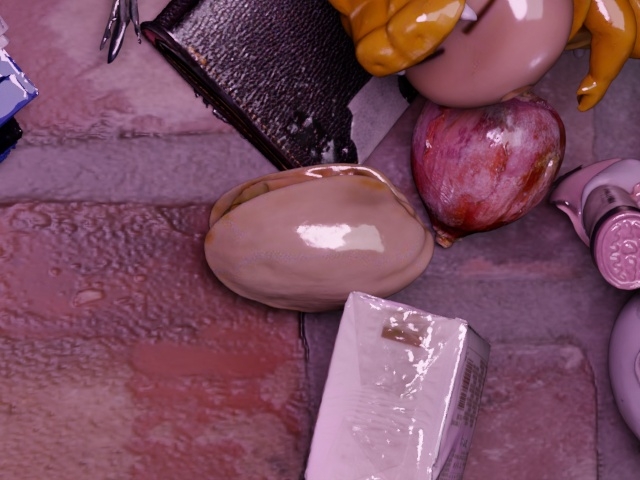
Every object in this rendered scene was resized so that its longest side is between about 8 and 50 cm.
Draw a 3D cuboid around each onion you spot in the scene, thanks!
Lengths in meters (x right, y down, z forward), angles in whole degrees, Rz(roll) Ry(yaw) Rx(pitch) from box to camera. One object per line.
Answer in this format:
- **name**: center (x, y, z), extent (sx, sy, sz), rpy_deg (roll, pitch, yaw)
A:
- **onion**: center (0.159, -0.071, 1.319), extent (0.160, 0.159, 0.194), rpy_deg (8, 115, -24)

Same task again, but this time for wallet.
- **wallet**: center (-0.015, -0.194, 1.278), extent (0.262, 0.071, 0.221), rpy_deg (45, 72, -24)

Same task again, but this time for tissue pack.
- **tissue pack**: center (0.077, 0.160, 1.218), extent (0.124, 0.225, 0.184), rpy_deg (14, 84, 14)

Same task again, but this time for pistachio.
- **pistachio**: center (0.000, 0.000, 1.236), extent (0.215, 0.144, 0.143), rpy_deg (-2, 90, 2)

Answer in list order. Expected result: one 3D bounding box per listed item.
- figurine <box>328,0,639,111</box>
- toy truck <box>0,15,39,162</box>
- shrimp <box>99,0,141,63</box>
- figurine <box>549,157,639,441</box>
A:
- **figurine**: center (0.164, -0.274, 1.215), extent (0.387, 0.401, 0.268), rpy_deg (5, 121, -38)
- **toy truck**: center (-0.338, -0.099, 1.070), extent (0.213, 0.177, 0.161), rpy_deg (-45, 107, -19)
- **shrimp**: center (-0.183, -0.351, 1.180), extent (0.172, 0.137, 0.372), rpy_deg (11, 74, 13)
- **figurine**: center (0.401, 0.073, 1.380), extent (0.253, 0.211, 0.361), rpy_deg (-28, 99, -16)
